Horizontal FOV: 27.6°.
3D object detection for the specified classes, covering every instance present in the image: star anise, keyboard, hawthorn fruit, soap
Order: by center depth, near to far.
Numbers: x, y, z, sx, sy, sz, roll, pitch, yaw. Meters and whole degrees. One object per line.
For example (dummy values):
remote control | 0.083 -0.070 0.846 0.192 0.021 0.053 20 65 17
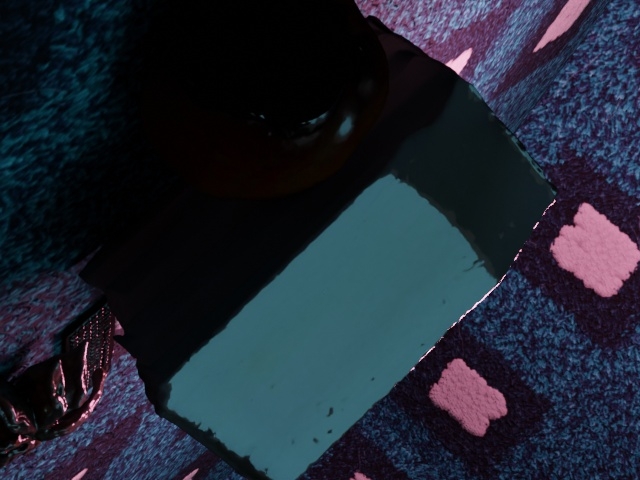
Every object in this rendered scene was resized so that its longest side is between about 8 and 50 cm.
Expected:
hawthorn fruit | -0.055 -0.128 1.174 0.215 0.215 0.249 -39 168 -40
soap | 0.000 0.000 1.347 0.435 0.213 0.350 -44 -153 -1
star anise | -0.332 0.198 1.529 0.231 0.089 0.209 -27 167 -30
keyboard | -0.296 0.144 1.669 0.087 0.017 0.250 -41 166 -26
